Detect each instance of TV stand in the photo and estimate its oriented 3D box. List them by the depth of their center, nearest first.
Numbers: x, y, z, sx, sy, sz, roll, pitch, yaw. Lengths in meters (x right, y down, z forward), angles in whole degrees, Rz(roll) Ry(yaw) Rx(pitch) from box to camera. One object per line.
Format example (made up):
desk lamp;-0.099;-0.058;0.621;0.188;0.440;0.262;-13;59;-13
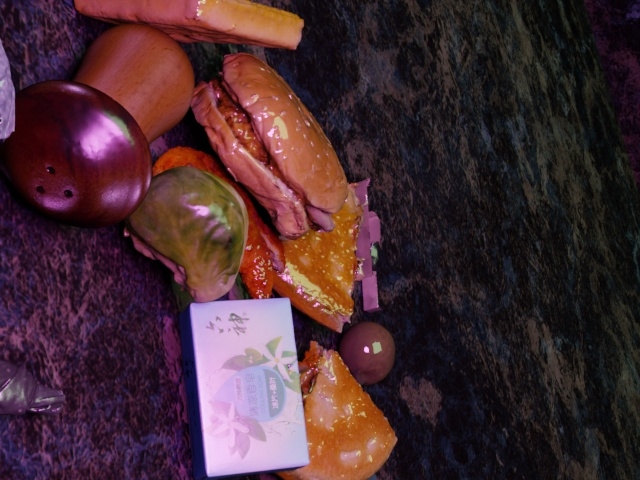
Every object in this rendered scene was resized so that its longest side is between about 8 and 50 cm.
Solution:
TV stand;0.086;0.006;1.805;0.042;0.036;0.249;23;58;-50

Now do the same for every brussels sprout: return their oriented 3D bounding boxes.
brussels sprout;-0.162;-0.014;1.309;0.183;0.145;0.131;45;1;-28

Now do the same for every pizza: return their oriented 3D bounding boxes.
pizza;0.002;0.266;1.532;0.289;0.081;0.229;-1;78;-51
pizza;0.000;0.000;1.652;0.189;0.071;0.297;31;50;-20

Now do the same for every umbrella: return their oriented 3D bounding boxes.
umbrella;-0.372;0.149;1.080;0.235;0.059;0.066;24;74;-46

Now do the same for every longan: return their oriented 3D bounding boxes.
longan;0.075;0.189;1.664;0.113;0.092;0.113;-25;119;-59

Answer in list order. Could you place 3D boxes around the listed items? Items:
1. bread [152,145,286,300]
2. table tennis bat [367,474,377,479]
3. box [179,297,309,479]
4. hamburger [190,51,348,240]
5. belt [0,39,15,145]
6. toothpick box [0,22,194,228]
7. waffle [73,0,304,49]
bread;-0.135;-0.030;1.446;0.269;0.095;0.139;45;39;-20
table tennis bat;0.041;0.412;1.572;0.124;0.033;0.201;59;34;-15
box;-0.105;0.199;1.361;0.142;0.083;0.232;-2;76;-20
hamburger;-0.067;-0.142;1.500;0.283;0.144;0.259;55;4;-42
belt;-0.434;-0.149;1.031;0.207;0.150;0.258;62;36;-33
toothpick box;-0.267;-0.147;1.247;0.192;0.192;0.294;56;33;-23
waffle;-0.182;-0.311;1.395;0.221;0.247;0.055;0;100;-55
